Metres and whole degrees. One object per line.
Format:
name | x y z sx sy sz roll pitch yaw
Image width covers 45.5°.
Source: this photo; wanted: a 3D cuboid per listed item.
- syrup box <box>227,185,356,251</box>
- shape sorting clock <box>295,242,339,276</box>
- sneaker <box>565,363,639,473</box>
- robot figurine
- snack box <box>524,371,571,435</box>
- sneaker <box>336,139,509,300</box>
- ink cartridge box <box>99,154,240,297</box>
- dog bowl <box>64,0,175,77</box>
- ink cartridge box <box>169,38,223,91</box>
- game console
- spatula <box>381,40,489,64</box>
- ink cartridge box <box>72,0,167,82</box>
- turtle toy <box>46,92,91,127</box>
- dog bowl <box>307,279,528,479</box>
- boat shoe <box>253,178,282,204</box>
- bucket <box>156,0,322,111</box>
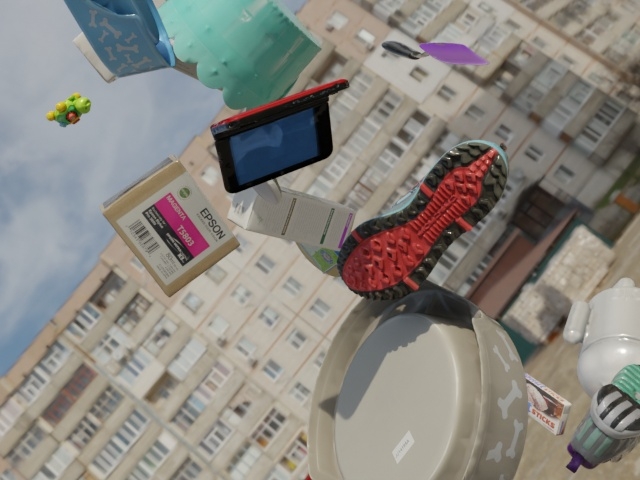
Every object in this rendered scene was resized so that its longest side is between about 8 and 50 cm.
syrup box | -0.055 -0.051 1.536 0.237 0.093 0.096 14 -81 -34
shape sorting clock | 0.000 0.000 1.848 0.040 0.206 0.206 -38 -18 -26
sneaker | 0.354 0.210 0.899 0.224 0.083 0.098 2 -54 -47
robot figurine | 0.697 0.246 1.747 0.199 0.300 0.353 110 -174 -45
snack box | 0.400 0.296 1.449 0.022 0.178 0.064 1 -72 -27
sneaker | 0.134 -0.021 0.934 0.262 0.104 0.125 -40 -4 28
ink cartridge box | -0.314 -0.031 1.607 0.193 0.234 0.088 -37 21 -7
dog bowl | -0.278 -0.332 0.928 0.074 0.297 0.166 -23 33 4
ink cartridge box | -0.394 -0.520 2.140 0.275 0.239 0.060 17 -70 -49
game console | -0.039 -0.112 0.844 0.144 0.085 0.124 -23 11 -18
spatula | 0.164 -0.305 1.229 0.296 0.084 0.030 -142 50 -65
ink cartridge box | -0.374 -0.483 1.655 0.278 0.117 0.201 -37 14 15
turtle toy | -0.672 -0.352 2.066 0.130 0.066 0.095 -29 17 35
dog bowl | 0.119 0.222 0.979 0.349 0.102 0.348 -39 41 44
boat shoe | -0.094 -0.118 1.149 0.049 0.142 0.040 4 44 51
bucket | -0.142 -0.371 1.381 0.183 0.281 0.281 -41 -10 12
